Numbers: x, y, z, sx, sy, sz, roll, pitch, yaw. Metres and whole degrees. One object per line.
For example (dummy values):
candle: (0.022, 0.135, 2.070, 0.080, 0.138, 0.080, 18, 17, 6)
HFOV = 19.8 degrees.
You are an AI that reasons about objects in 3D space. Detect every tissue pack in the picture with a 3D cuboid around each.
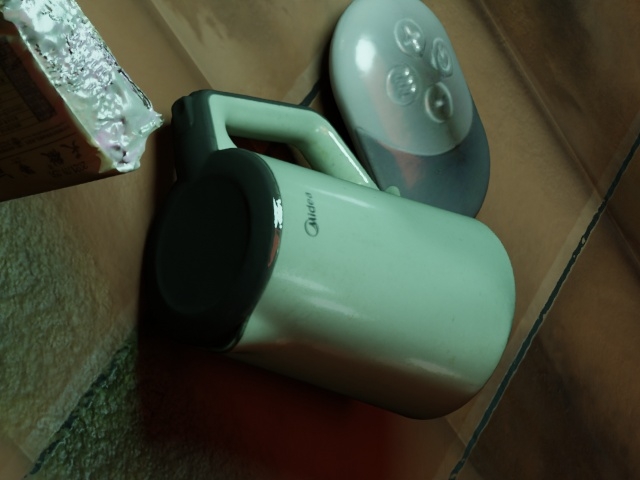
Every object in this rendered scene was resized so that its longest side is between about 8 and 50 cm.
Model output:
tissue pack: (-0.306, -0.141, 1.756, 0.215, 0.256, 0.123, 55, 51, -25)

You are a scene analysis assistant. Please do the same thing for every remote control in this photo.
remote control: (0.116, -0.159, 2.324, 0.221, 0.103, 0.332, -36, 111, -42)

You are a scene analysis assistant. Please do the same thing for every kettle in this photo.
kettle: (0.000, 0.000, 2.094, 0.376, 0.250, 0.361, 18, 53, -41)
